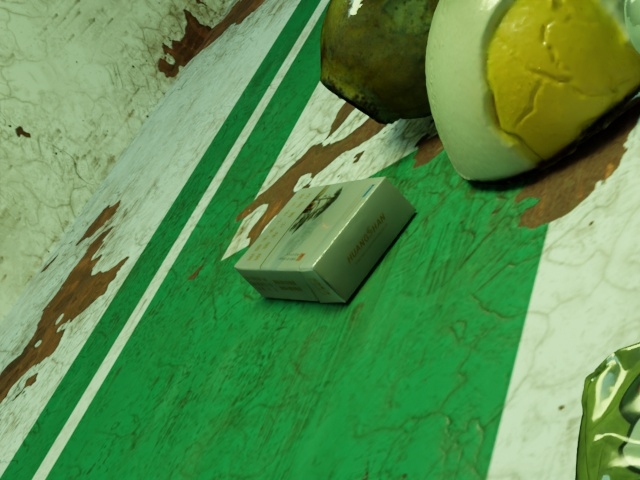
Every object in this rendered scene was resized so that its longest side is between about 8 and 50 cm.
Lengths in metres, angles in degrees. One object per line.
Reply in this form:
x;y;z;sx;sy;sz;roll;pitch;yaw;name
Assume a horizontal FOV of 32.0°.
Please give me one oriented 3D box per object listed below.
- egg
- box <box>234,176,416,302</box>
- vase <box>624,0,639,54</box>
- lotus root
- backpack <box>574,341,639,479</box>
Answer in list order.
0.227;-0.235;1.204;0.337;0.201;0.337;-37;20;16;egg
0.001;0.000;1.380;0.149;0.067;0.233;-53;21;-18;box
0.385;-0.209;0.889;0.165;0.165;0.360;-48;12;-7;vase
0.146;-0.308;1.468;0.346;0.250;0.250;-49;19;-1;lotus root
0.220;0.151;0.540;0.207;0.140;0.253;-30;32;39;backpack
